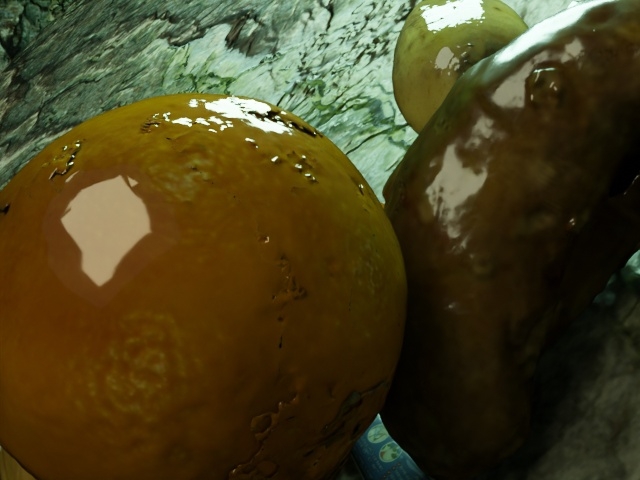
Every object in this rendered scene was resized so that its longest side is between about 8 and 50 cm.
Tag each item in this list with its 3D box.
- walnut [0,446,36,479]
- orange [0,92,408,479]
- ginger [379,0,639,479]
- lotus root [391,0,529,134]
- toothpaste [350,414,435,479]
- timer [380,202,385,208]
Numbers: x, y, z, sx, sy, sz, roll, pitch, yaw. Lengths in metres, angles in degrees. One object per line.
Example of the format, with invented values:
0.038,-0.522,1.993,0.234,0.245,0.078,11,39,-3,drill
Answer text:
-0.133,0.149,0.780,0.195,0.195,0.221,-28,28,29,walnut
-0.073,0.037,0.596,0.246,0.246,0.246,-32,31,23,orange
0.124,-0.009,0.684,0.172,0.165,0.321,34,97,54,ginger
0.125,-0.140,0.900,0.125,0.118,0.221,-53,22,22,lotus root
0.038,0.139,0.735,0.057,0.035,0.197,-48,31,8,toothpaste
0.000,0.000,0.837,0.132,0.152,0.132,-32,32,23,timer
